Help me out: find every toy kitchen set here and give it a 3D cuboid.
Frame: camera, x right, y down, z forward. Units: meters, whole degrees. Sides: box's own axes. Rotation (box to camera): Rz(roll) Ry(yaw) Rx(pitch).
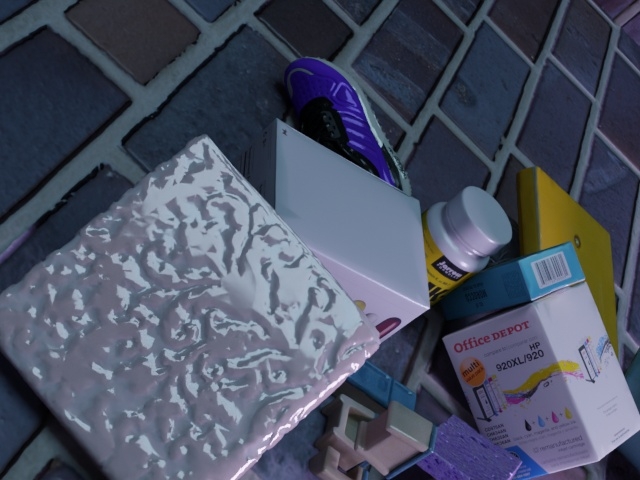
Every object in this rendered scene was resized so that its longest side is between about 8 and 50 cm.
[{"bbox_3d":[0.094,0.219,1.375,0.122,0.166,0.207,36,37,-17],"label":"toy kitchen set"}]

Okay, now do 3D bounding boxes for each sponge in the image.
[{"bbox_3d":[0.194,0.288,1.448,0.117,0.031,0.210,34,11,15],"label":"sponge"}]

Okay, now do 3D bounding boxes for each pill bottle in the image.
[{"bbox_3d":[0.169,0.018,1.603,0.119,0.208,0.119,28,41,-27],"label":"pill bottle"}]

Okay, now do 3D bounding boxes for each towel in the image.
[{"bbox_3d":[-0.147,0.098,1.192,0.332,0.053,0.317,-41,90,-20],"label":"towel"}]

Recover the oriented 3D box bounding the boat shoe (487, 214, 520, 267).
[{"bbox_3d":[0.325,0.035,1.868,0.227,0.079,0.081,45,31,-13],"label":"boat shoe"}]

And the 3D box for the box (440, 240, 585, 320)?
[{"bbox_3d":[0.274,0.063,1.627,0.101,0.244,0.060,-18,87,-25],"label":"box"}]

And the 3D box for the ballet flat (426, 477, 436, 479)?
[{"bbox_3d":[0.193,0.354,1.459,0.232,0.080,0.073,29,12,-31],"label":"ballet flat"}]

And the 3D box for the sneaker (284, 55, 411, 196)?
[{"bbox_3d":[0.020,-0.157,1.694,0.146,0.102,0.293,-22,76,-53],"label":"sneaker"}]

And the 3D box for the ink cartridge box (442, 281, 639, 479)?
[{"bbox_3d":[0.321,0.203,1.596,0.168,0.171,0.232,-15,81,-51],"label":"ink cartridge box"}]

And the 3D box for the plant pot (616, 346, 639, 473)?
[{"bbox_3d":[0.592,0.291,1.756,0.255,0.271,0.272,28,31,17],"label":"plant pot"}]

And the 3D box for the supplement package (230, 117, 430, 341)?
[{"bbox_3d":[0.000,0.000,1.493,0.262,0.145,0.204,27,41,-28],"label":"supplement package"}]

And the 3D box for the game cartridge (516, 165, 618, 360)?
[{"bbox_3d":[0.419,0.075,1.870,0.285,0.053,0.323,34,51,-42],"label":"game cartridge"}]
